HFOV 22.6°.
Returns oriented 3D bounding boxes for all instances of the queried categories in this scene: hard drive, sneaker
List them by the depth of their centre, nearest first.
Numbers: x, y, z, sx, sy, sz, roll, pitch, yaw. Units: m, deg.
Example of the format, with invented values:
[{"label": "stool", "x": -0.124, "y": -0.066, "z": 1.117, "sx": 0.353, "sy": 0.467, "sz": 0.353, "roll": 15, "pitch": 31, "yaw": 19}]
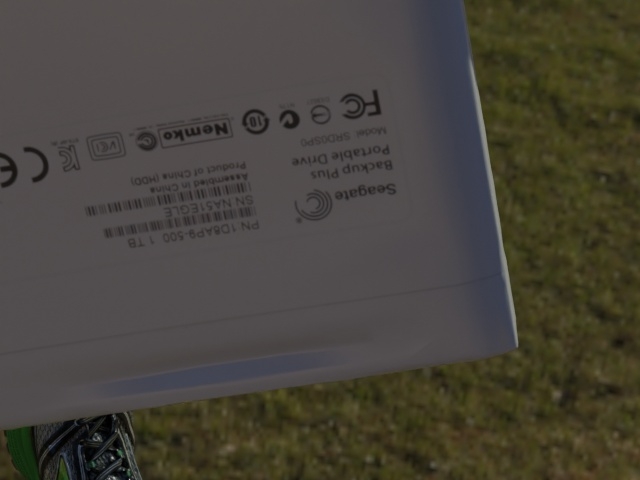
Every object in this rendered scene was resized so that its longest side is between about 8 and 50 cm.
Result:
[{"label": "hard drive", "x": -0.071, "y": -0.106, "z": 0.577, "sx": 0.233, "sy": 0.353, "sz": 0.047, "roll": -9, "pitch": 23, "yaw": 8}, {"label": "sneaker", "x": -0.207, "y": 0.236, "z": 1.527, "sx": 0.134, "sy": 0.343, "sz": 0.146, "roll": -12, "pitch": 17, "yaw": -40}]
